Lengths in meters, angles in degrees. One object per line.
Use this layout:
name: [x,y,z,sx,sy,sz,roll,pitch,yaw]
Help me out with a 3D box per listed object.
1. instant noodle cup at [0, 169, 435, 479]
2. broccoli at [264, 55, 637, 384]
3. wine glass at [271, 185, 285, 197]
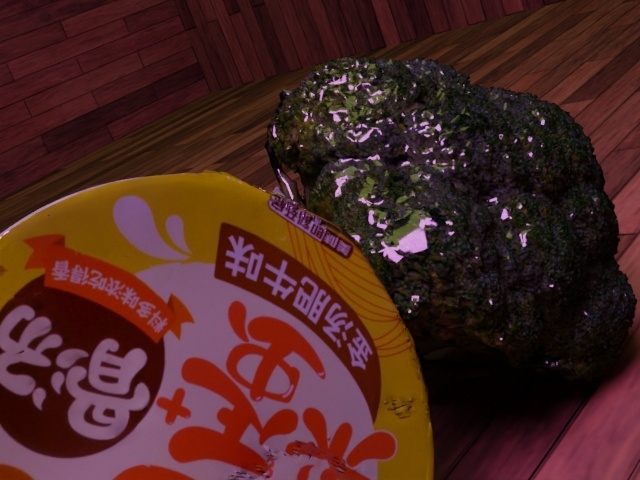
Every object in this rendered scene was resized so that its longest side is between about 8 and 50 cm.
instant noodle cup: [-0.115,0.126,0.511,0.311,0.311,0.221,-33,12,-34]
broccoli: [0.089,0.012,0.672,0.283,0.321,0.304,-52,23,25]
wine glass: [0.000,0.000,1.017,0.122,0.122,0.183,-34,23,-36]
